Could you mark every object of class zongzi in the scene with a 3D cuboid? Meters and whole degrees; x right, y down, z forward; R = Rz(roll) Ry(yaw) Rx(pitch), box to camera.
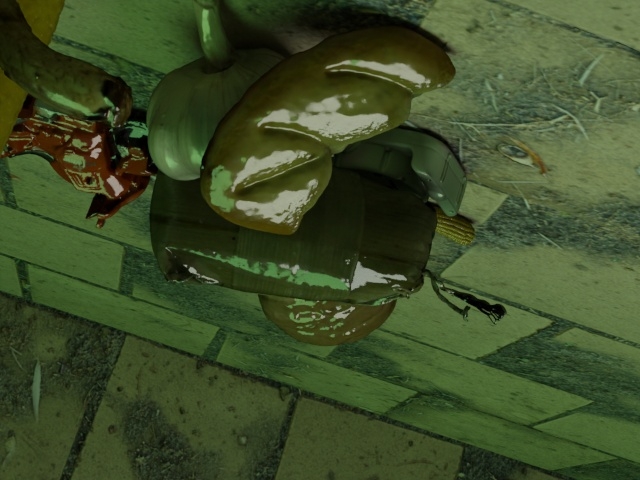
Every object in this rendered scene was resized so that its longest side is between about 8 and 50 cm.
[{"bbox_3d":[0.000,0.000,1.812,0.447,0.181,0.418,11,177,-7],"label":"zongzi"}]

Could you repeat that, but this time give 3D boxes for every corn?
[{"bbox_3d":[0.179,-0.023,1.970,0.092,0.037,0.037,23,164,-21],"label":"corn"}]

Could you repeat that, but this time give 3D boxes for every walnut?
[{"bbox_3d":[0.015,0.044,2.043,0.228,0.228,0.228,16,165,5],"label":"walnut"}]

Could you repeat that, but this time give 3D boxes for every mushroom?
[{"bbox_3d":[-0.302,-0.259,1.258,0.233,0.301,0.208,-9,135,-27],"label":"mushroom"}]

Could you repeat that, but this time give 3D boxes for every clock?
[{"bbox_3d":[0.084,-0.092,1.785,0.191,0.062,0.151,10,163,26],"label":"clock"}]

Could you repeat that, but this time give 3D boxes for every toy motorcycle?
[{"bbox_3d":[-0.380,-0.134,2.022,0.326,0.147,0.221,16,143,-3],"label":"toy motorcycle"}]

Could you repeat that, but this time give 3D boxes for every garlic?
[{"bbox_3d":[-0.121,-0.185,1.566,0.199,0.199,0.226,9,132,29],"label":"garlic"}]

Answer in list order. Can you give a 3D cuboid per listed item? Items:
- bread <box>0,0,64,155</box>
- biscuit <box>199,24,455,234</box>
[{"bbox_3d":[-0.449,-0.215,1.443,0.143,0.333,0.324,4,157,45],"label":"bread"},{"bbox_3d":[-0.007,-0.125,1.480,0.154,0.299,0.045,35,-158,-28],"label":"biscuit"}]
